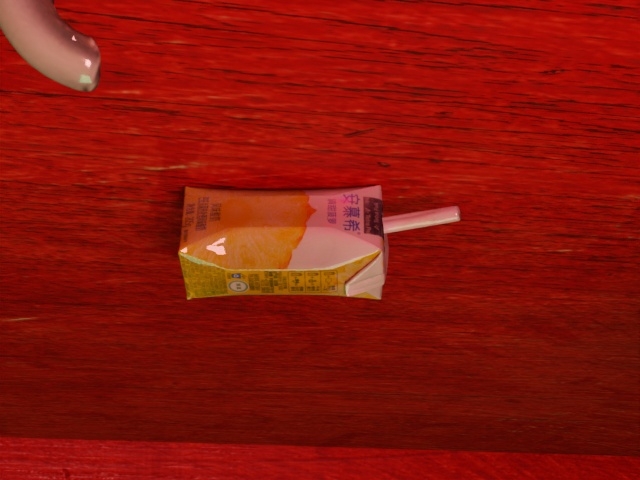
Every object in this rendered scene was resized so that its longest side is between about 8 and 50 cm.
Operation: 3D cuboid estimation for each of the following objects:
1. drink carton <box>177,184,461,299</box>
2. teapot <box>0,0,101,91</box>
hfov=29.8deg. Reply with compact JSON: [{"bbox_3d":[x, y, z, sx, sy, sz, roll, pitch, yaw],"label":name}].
[{"bbox_3d":[0.000,0.000,0.876,0.200,0.084,0.074,1,139,1],"label":"drink carton"},{"bbox_3d":[-0.220,-0.124,0.404,0.294,0.129,0.193,4,161,-14],"label":"teapot"}]
